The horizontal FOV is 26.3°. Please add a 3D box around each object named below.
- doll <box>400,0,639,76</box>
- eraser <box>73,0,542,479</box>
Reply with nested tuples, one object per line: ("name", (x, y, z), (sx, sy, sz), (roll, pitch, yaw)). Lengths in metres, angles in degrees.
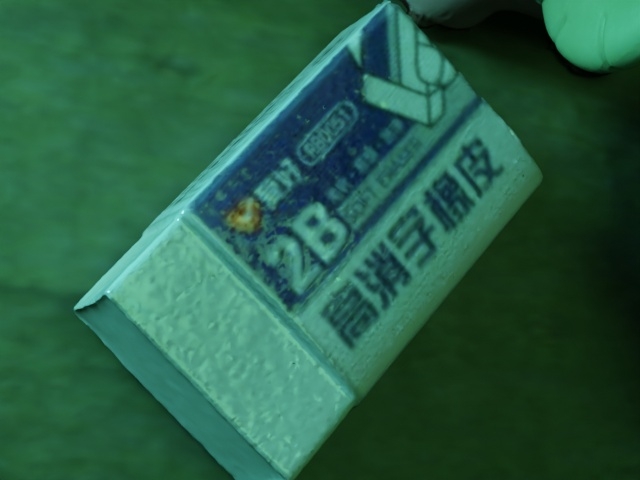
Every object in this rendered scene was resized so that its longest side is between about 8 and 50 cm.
("doll", (0.147, -0.201, 0.657), (0.216, 0.268, 0.284), (12, 74, -23))
("eraser", (0.000, 0.000, 0.652), (0.124, 0.068, 0.210), (48, 63, -11))
